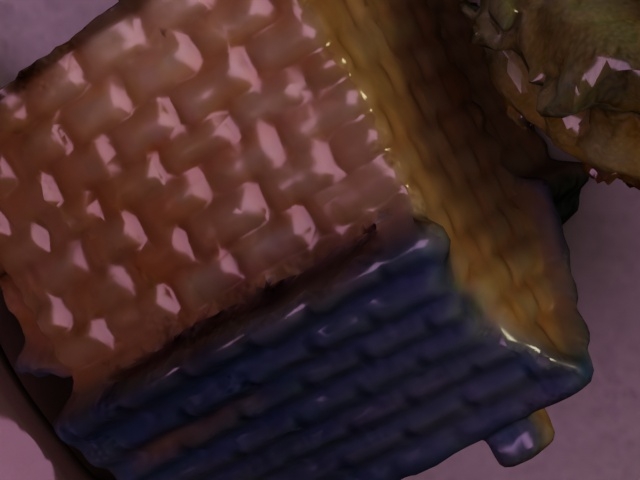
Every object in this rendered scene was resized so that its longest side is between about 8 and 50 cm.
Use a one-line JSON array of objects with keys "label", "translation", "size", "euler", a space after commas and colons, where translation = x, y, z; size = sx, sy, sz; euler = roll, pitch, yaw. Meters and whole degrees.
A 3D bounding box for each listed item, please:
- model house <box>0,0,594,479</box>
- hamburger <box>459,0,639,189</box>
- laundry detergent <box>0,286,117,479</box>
[{"label": "model house", "translation": [0.000, 0.000, 0.578], "size": [0.166, 0.183, 0.172], "euler": [-33, 89, 28]}, {"label": "hamburger", "translation": [0.140, -0.108, 0.506], "size": [0.206, 0.130, 0.183], "euler": [-23, 66, 30]}, {"label": "laundry detergent", "translation": [-0.097, 0.037, 0.638], "size": [0.076, 0.171, 0.237], "euler": [-33, 90, 5]}]
